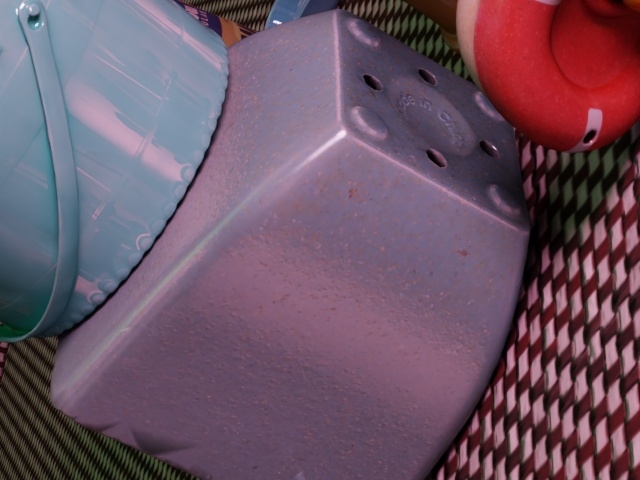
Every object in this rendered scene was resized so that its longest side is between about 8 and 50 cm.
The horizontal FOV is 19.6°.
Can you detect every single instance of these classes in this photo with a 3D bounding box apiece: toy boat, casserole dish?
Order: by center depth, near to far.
[{"bbox_3d":[0.182,-0.143,1.001,0.151,0.151,0.231,50,123,38],"label":"toy boat"},{"bbox_3d":[-0.011,-0.245,1.884,0.188,0.037,0.114,-56,21,38],"label":"casserole dish"}]

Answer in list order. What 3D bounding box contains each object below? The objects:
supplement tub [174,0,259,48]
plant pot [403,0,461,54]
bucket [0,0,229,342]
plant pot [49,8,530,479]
[{"bbox_3d":[-0.105,-0.068,1.476,0.228,0.316,0.228,-160,90,-74],"label":"supplement tub"},{"bbox_3d":[0.092,-0.236,1.257,0.205,0.188,0.205,-161,90,-74],"label":"plant pot"},{"bbox_3d":[-0.202,-0.080,1.196,0.281,0.183,0.281,-44,27,29],"label":"bucket"},{"bbox_3d":[0.000,0.000,1.215,0.252,0.247,0.248,-50,24,30],"label":"plant pot"}]
